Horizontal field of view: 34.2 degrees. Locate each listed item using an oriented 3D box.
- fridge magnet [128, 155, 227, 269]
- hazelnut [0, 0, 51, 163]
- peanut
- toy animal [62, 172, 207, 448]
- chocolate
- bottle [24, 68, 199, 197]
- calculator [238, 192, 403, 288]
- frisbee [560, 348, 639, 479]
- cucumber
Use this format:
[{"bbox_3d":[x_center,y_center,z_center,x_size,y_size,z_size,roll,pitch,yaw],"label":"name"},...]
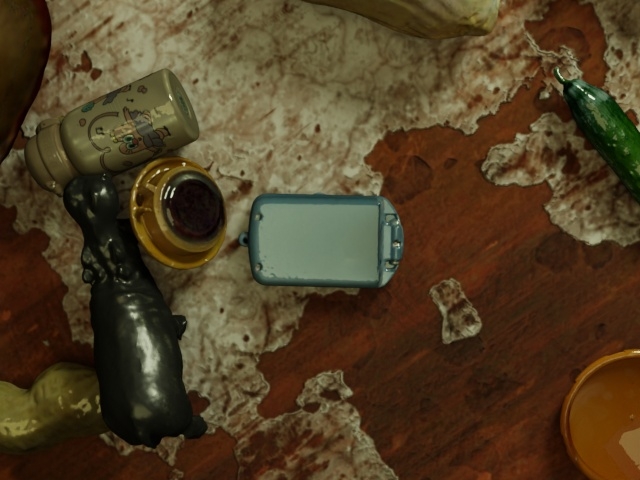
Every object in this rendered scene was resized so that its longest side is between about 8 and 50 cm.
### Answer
[{"bbox_3d":[-0.170,-0.035,1.280,0.063,0.143,0.143,-15,100,48],"label":"fridge magnet"},{"bbox_3d":[-0.496,-0.206,1.181,0.359,0.359,0.409,32,104,-2],"label":"hazelnut"},{"bbox_3d":[-0.357,0.219,1.348,0.229,0.098,0.103,-14,57,5],"label":"peanut"},{"bbox_3d":[-0.236,0.091,1.287,0.106,0.168,0.343,-17,84,8],"label":"toy animal"},{"bbox_3d":[0.065,-0.322,1.215,0.309,0.134,0.134,20,100,1],"label":"chocolate"},{"bbox_3d":[-0.264,-0.135,1.285,0.209,0.097,0.110,-22,65,7],"label":"bottle"},{"bbox_3d":[0.000,0.000,1.316,0.210,0.039,0.121,1,98,4],"label":"calculator"},{"bbox_3d":[0.402,0.230,1.329,0.192,0.035,0.192,0,98,3],"label":"frisbee"},{"bbox_3d":[0.366,-0.115,1.266,0.056,0.056,0.250,-38,98,9],"label":"cucumber"}]
